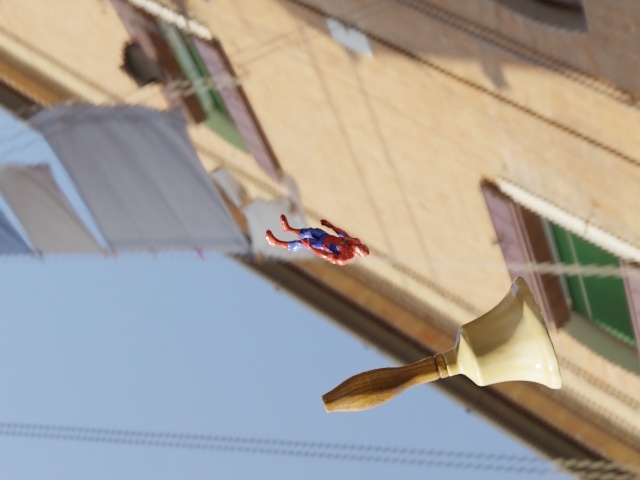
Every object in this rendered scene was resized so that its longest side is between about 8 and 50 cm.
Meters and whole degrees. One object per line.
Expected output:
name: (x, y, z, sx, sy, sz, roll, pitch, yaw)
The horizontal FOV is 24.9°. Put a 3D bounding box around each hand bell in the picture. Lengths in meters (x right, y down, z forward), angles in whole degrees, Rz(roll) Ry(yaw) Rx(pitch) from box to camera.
hand bell: (0.118, 0.135, 1.528, 0.242, 0.126, 0.126, -19, -130, -1)

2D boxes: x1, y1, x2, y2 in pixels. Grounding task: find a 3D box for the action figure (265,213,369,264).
action figure: (0.000, 0.000, 1.359, 0.115, 0.030, 0.038, 16, -134, 37)
